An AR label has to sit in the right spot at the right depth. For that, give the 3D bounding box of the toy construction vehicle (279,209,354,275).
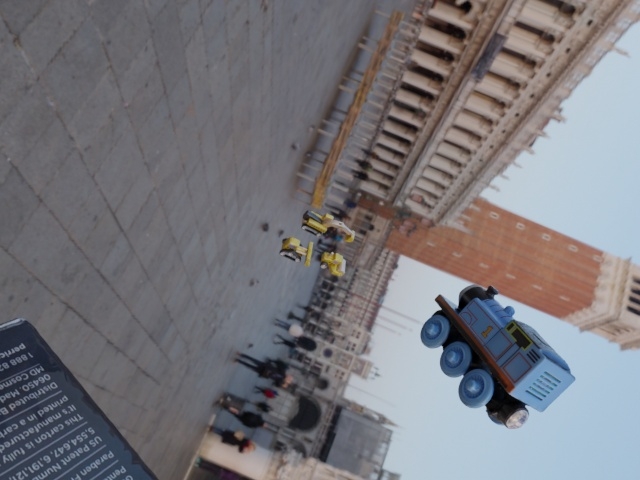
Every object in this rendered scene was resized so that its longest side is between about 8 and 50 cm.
[{"bbox_3d":[0.000,0.000,0.749,0.035,0.098,0.086,-47,-157,45],"label":"toy construction vehicle"}]

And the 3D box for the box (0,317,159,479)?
[{"bbox_3d":[-0.234,0.316,0.389,0.294,0.395,0.212,-51,168,27],"label":"box"}]

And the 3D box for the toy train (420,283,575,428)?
[{"bbox_3d":[0.189,0.122,0.611,0.105,0.080,0.184,-48,-150,12],"label":"toy train"}]
